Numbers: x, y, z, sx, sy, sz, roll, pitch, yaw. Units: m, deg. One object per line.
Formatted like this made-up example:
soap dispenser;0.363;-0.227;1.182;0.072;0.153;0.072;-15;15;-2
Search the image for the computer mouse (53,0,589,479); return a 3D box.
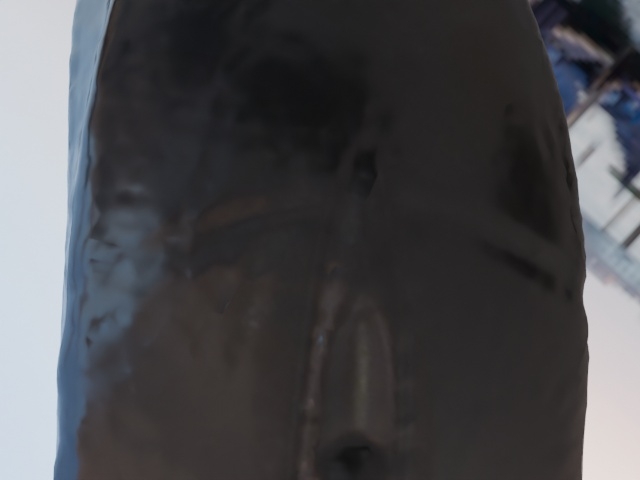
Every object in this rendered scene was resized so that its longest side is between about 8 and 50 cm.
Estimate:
computer mouse;0.000;0.000;0.398;0.137;0.270;0.086;1;169;-10
